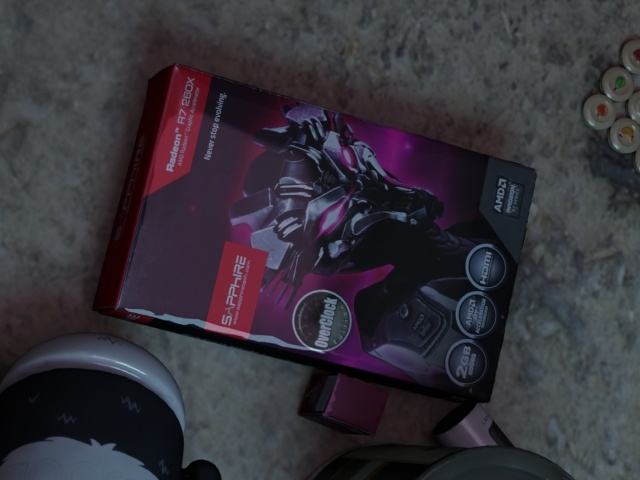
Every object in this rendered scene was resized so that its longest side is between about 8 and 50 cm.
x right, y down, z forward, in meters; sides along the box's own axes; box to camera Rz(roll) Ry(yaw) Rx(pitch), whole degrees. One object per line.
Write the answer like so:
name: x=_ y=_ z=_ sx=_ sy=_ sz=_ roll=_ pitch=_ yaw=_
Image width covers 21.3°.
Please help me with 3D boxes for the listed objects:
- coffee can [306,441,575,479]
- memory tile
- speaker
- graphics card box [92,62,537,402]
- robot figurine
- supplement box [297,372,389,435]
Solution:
coffee can: x=0.100 y=0.277 z=1.473 sx=0.201 sy=0.275 sz=0.201 roll=2 pitch=84 yaw=-17
memory tile: x=0.342 y=-0.123 z=1.730 sx=0.148 sy=0.012 sz=0.113 roll=40 pitch=75 yaw=-11
speaker: x=0.167 y=0.218 z=1.618 sx=0.055 sy=0.055 sz=0.136 roll=-40 pitch=97 yaw=-17
graphics card box: x=0.000 y=0.000 z=1.567 sx=0.371 sy=0.094 sz=0.233 roll=16 pitch=80 yaw=-16
robot figurine: x=-0.202 y=0.206 z=1.401 sx=0.209 sy=0.173 sz=0.278 roll=54 pitch=25 yaw=-36
supplement box: x=0.020 y=0.150 z=1.562 sx=0.055 sy=0.083 sz=0.043 roll=24 pitch=78 yaw=-15
